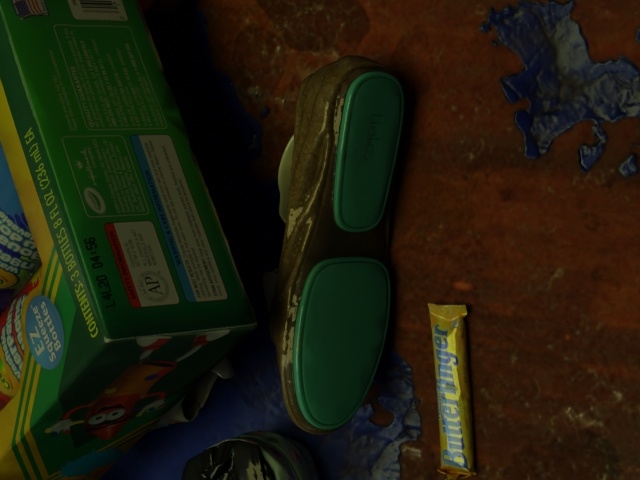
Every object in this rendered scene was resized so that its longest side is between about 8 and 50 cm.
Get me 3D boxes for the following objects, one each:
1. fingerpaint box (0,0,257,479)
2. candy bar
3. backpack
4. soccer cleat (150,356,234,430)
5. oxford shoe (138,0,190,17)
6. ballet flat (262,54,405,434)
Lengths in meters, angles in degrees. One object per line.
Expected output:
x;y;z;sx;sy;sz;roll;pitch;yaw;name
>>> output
-0.279;-0.023;1.632;0.371;0.163;0.444;-44;59;46;fingerpaint box
0.119;0.136;1.542;0.040;0.018;0.161;-3;90;35;candy bar
-0.061;0.272;1.618;0.152;0.115;0.182;-14;83;23;backpack
-0.165;0.164;1.715;0.196;0.068;0.076;-46;72;25;soccer cleat
-0.122;-0.336;1.635;0.097;0.098;0.271;49;122;34;oxford shoe
0.000;0.000;1.572;0.124;0.116;0.342;14;101;54;ballet flat
